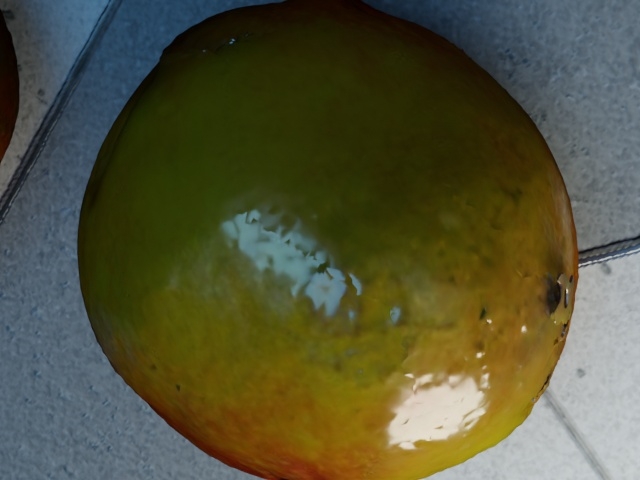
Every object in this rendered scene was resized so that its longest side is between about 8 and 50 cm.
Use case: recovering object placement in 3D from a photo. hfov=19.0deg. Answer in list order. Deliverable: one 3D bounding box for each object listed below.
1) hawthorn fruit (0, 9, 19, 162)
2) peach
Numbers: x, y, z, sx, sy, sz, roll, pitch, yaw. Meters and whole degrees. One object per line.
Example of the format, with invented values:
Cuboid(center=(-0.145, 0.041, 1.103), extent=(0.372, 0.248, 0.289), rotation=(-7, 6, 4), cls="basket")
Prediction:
Cuboid(center=(-0.457, -0.129, 1.495), extent=(0.402, 0.403, 0.403), rotation=(4, 101, 22), cls="hawthorn fruit")
Cuboid(center=(0.001, -0.001, 1.369), extent=(0.372, 0.290, 0.373), rotation=(6, 104, 25), cls="peach")
